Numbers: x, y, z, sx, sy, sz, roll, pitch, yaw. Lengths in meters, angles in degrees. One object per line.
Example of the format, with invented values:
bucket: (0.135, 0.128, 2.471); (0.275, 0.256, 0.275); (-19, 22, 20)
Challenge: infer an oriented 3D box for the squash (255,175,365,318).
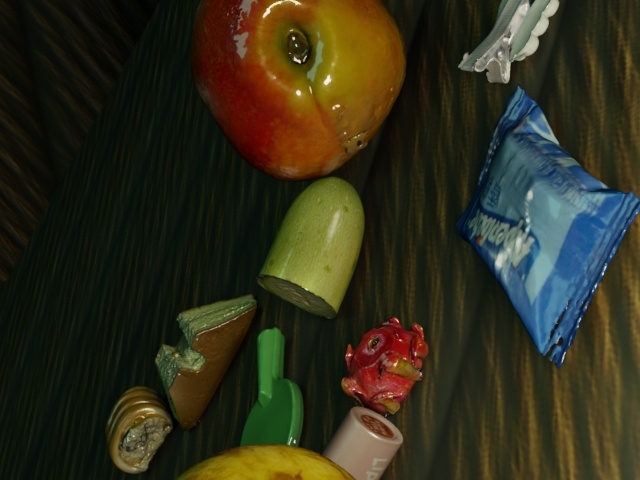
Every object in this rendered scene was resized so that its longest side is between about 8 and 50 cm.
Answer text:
squash: (0.000, 0.000, 1.883); (0.123, 0.123, 0.186); (-20, 45, 61)

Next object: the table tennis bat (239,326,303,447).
table tennis bat: (-0.067, 0.227, 1.901); (0.160, 0.039, 0.257); (-46, 33, 41)

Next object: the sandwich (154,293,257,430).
sandwich: (-0.187, 0.176, 2.159); (0.244, 0.088, 0.090); (-59, 26, 14)

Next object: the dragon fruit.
dragon fruit: (0.067, 0.140, 1.635); (0.126, 0.068, 0.112); (-15, 52, 61)

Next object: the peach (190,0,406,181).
peach: (-0.036, -0.257, 2.007); (0.290, 0.372, 0.372); (-32, 22, -4)

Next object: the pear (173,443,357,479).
pear: (-0.062, 0.338, 1.444); (0.281, 0.281, 0.280); (-49, 26, 35)

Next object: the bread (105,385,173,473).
bread: (-0.299, 0.301, 2.296); (0.119, 0.084, 0.177); (-62, 17, 5)

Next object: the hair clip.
hair clip: (0.246, -0.291, 1.716); (0.220, 0.054, 0.140); (-62, 17, 0)

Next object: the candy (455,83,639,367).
candy: (0.221, -0.025, 1.452); (0.331, 0.077, 0.187); (-115, 46, -64)

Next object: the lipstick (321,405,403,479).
lipstick: (0.000, 0.309, 1.601); (0.254, 0.070, 0.070); (-59, 22, 14)
